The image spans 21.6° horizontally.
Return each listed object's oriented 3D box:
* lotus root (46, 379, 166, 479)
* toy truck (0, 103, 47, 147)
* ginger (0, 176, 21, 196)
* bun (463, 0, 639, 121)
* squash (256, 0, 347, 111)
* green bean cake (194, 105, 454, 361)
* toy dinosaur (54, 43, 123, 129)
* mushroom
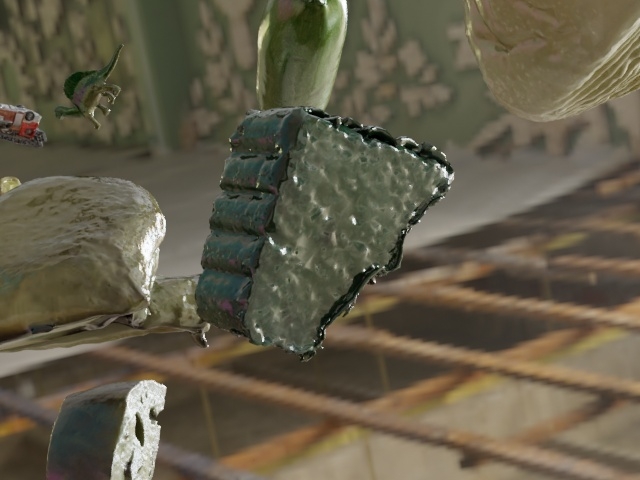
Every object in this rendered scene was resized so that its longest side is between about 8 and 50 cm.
[{"bbox_3d":[-0.285,0.282,2.226,0.119,0.138,0.235,-6,-128,18],"label":"lotus root"},{"bbox_3d":[-0.256,-0.096,1.345,0.083,0.032,0.024,10,-168,-42],"label":"toy truck"},{"bbox_3d":[-0.378,0.011,2.214,0.115,0.205,0.081,31,-123,23],"label":"ginger"},{"bbox_3d":[0.275,-0.275,1.533,0.349,0.227,0.352,-36,164,20],"label":"bun"},{"bbox_3d":[-0.025,-0.217,1.910,0.101,0.101,0.378,-13,163,-12],"label":"squash"},{"bbox_3d":[0.000,0.000,1.421,0.193,0.208,0.107,18,173,-40],"label":"green bean cake"},{"bbox_3d":[-0.257,-0.174,1.884,0.060,0.119,0.029,26,-150,-9],"label":"toy dinosaur"},{"bbox_3d":[-0.255,0.024,1.648,0.292,0.212,0.217,3,170,8],"label":"mushroom"}]
